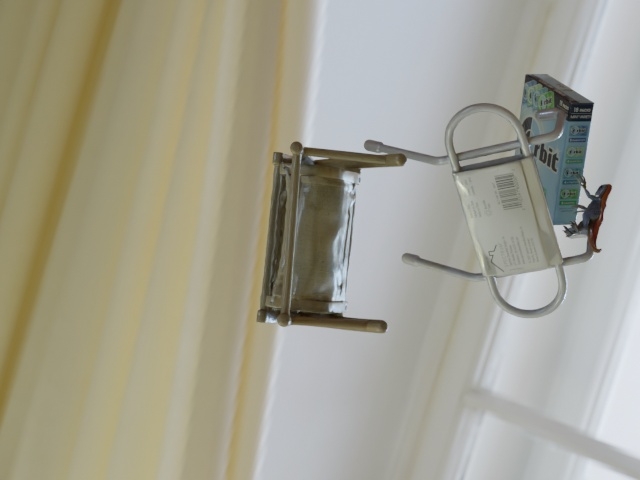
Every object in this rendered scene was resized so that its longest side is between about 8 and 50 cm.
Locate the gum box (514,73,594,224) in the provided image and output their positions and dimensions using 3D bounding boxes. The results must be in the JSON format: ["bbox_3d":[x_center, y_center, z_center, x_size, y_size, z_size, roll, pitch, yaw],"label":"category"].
[{"bbox_3d":[0.338,-0.136,2.007,0.041,0.184,0.157,-3,-158,-16],"label":"gum box"}]

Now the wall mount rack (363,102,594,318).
[{"bbox_3d":[0.226,-0.053,1.970,0.304,0.350,0.130,-10,-153,19],"label":"wall mount rack"}]

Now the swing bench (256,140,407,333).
[{"bbox_3d":[0.000,0.000,1.963,0.165,0.253,0.254,6,177,-14],"label":"swing bench"}]

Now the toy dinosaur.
[{"bbox_3d":[0.320,-0.032,1.594,0.090,0.082,0.047,50,161,17],"label":"toy dinosaur"}]
